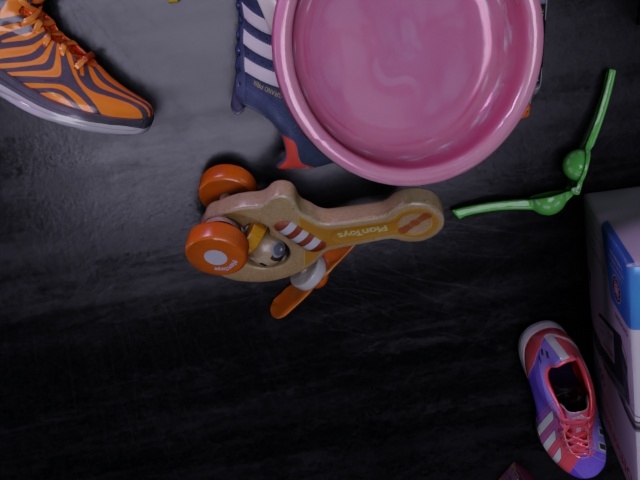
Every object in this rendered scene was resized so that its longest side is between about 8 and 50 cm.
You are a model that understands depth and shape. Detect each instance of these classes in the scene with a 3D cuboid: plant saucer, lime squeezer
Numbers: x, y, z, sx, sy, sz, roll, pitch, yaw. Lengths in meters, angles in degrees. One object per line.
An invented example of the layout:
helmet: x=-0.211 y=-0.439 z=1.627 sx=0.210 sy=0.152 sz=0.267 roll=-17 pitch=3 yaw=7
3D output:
plant saucer: x=0.101 y=-0.234 z=0.875 sx=0.332 sy=0.084 sz=0.332 roll=-3 pitch=102 yaw=-15
lime squeezer: x=0.352 y=-0.110 z=1.102 sx=0.310 sy=0.059 sz=0.110 roll=-43 pitch=79 yaw=10

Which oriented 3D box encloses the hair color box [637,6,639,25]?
hair color box: x=0.520 y=-0.459 z=0.918 sx=0.113 sy=0.185 sz=0.375 roll=-2 pitch=109 yaw=-6

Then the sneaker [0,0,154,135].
sneaker: x=-0.346 y=-0.259 z=0.917 sx=0.321 sy=0.125 sz=0.180 roll=21 pitch=107 yaw=-14

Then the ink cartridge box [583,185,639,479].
ink cartridge box: x=0.503 y=0.148 z=1.066 sx=0.166 sy=0.285 sz=0.395 roll=-8 pitch=111 yaw=11

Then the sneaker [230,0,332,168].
sneaker: x=-0.074 y=-0.251 z=0.960 sx=0.148 sy=0.131 sz=0.350 roll=-19 pitch=100 yaw=28

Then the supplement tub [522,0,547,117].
supplement tub: x=0.243 y=-0.265 z=0.990 sx=0.116 sy=0.117 sz=0.191 roll=-4 pitch=110 yaw=-5

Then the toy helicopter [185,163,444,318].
toy helicopter: x=0.000 y=0.000 z=1.031 sx=0.354 sy=0.140 sz=0.235 roll=-9 pitch=138 yaw=14

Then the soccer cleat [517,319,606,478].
soccer cleat: x=0.412 y=0.287 z=1.205 sx=0.108 sy=0.116 sz=0.318 roll=-22 pitch=110 yaw=2

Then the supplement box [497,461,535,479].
supplement box: x=0.339 y=0.443 z=1.285 sx=0.043 sy=0.055 sz=0.083 roll=32 pitch=103 yaw=-18

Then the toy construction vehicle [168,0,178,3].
toy construction vehicle: x=-0.170 y=-0.366 z=0.951 sx=0.085 sy=0.035 sz=0.098 roll=-12 pitch=102 yaw=-3
